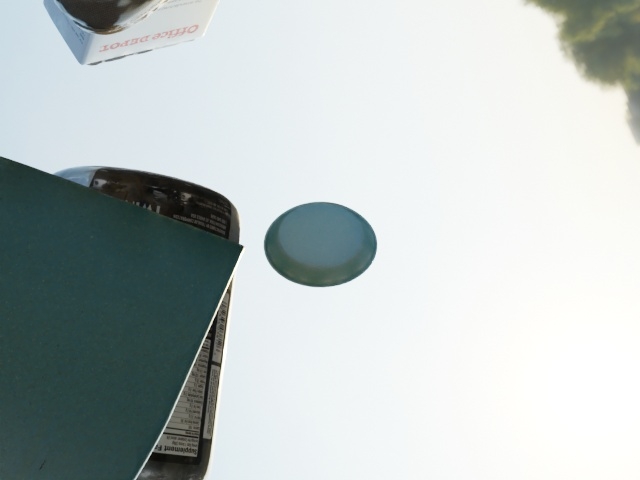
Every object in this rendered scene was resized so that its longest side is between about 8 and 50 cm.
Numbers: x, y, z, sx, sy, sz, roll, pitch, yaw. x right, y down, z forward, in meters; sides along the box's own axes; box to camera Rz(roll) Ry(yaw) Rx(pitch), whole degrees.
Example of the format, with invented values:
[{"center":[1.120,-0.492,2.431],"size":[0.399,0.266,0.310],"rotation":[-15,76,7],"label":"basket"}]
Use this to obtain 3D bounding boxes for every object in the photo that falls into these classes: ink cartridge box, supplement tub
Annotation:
[{"center":[-0.210,-0.365,1.285],"size":[0.201,0.278,0.117],"rotation":[-23,-109,-37],"label":"ink cartridge box"},{"center":[-0.193,0.116,0.973],"size":[0.207,0.207,0.338],"rotation":[29,-116,-58],"label":"supplement tub"}]

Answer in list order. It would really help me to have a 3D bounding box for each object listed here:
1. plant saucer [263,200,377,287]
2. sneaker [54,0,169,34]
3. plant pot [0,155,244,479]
[{"center":[0.000,0.000,1.084],"size":[0.119,0.119,0.021],"rotation":[51,-155,-35],"label":"plant saucer"},{"center":[-0.066,-0.184,0.548],"size":[0.066,0.188,0.071],"rotation":[45,177,10],"label":"sneaker"},{"center":[-0.189,0.076,0.607],"size":[0.165,0.165,0.234],"rotation":[22,-94,-37],"label":"plant pot"}]
